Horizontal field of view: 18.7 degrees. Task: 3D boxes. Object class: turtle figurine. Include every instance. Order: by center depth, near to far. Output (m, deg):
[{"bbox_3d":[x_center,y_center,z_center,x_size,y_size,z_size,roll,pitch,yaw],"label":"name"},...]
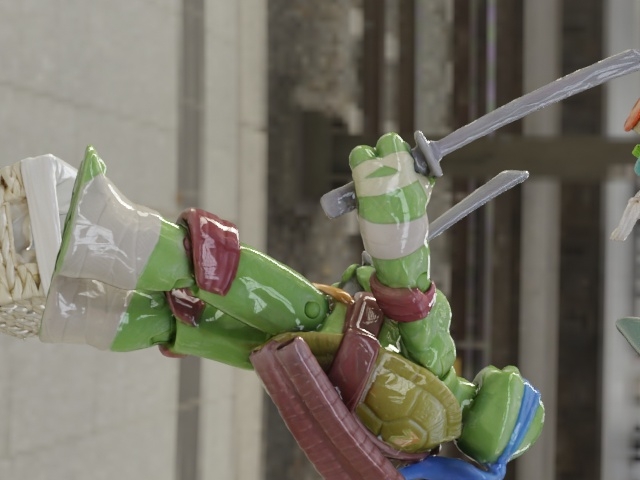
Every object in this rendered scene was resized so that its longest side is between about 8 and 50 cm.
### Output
[{"bbox_3d":[0.000,0.000,1.030,0.198,0.266,0.274,-130,-126,-80],"label":"turtle figurine"}]

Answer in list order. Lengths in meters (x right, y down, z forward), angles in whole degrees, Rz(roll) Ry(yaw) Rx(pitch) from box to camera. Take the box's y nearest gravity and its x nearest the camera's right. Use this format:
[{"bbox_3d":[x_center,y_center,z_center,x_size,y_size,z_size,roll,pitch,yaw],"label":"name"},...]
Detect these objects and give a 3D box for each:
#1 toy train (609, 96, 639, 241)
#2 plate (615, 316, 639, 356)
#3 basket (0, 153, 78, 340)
[{"bbox_3d":[0.203,-0.080,1.126,0.125,0.046,0.166,-44,165,-38],"label":"toy train"},{"bbox_3d":[0.300,0.104,1.419,0.024,0.188,0.188,-65,164,-8],"label":"plate"},{"bbox_3d":[-0.223,0.010,1.519,0.167,0.103,0.113,41,39,-73],"label":"basket"}]
